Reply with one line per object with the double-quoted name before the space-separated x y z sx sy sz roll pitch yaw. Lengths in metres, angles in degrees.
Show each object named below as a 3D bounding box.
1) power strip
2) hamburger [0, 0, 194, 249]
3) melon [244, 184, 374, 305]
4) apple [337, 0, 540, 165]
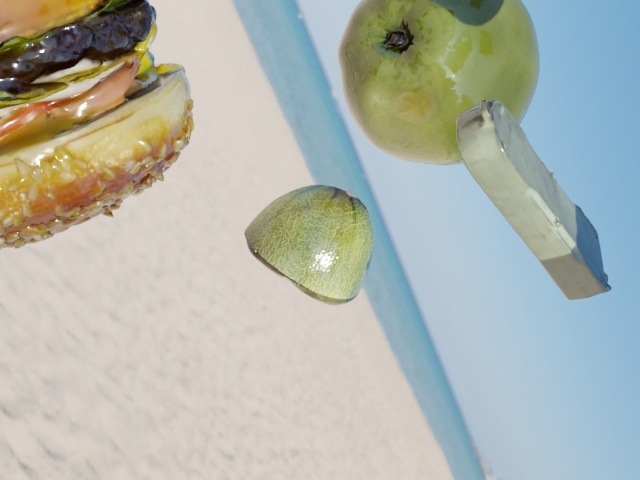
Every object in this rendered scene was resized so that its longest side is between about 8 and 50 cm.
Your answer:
"power strip" 0.212 -0.037 0.862 0.286 0.048 0.080 43 38 -40
"hamburger" -0.235 -0.117 0.668 0.291 0.291 0.225 -101 174 -68
"melon" 0.000 0.000 1.023 0.160 0.128 0.079 27 10 -11
"apple" 0.202 -0.301 1.496 0.357 0.357 0.357 -22 90 -86
